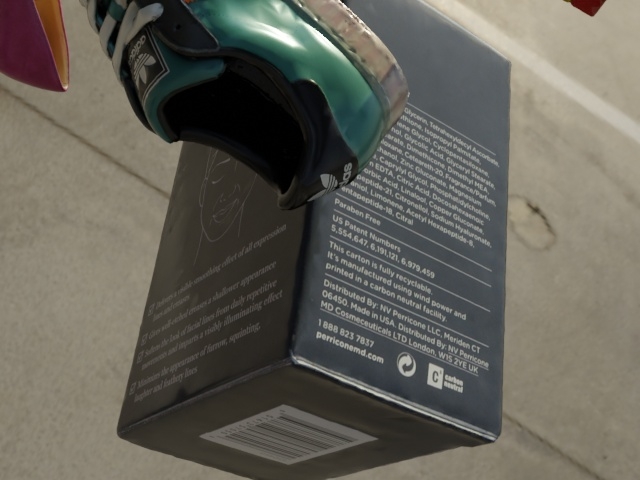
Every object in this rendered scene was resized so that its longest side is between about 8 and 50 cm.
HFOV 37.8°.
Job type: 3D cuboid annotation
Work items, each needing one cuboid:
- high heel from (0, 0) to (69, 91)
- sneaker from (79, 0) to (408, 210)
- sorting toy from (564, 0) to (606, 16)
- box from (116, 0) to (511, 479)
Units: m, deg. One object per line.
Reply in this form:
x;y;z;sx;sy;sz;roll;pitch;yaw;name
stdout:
-0.205;-0.230;0.689;0.117;0.244;0.082;30;26;0;high heel
-0.090;-0.139;0.564;0.302;0.108;0.121;38;52;-1;sneaker
0.170;-0.236;0.489;0.089;0.257;0.255;31;20;3;sorting toy
0.000;0.000;0.881;0.212;0.293;0.396;25;57;-28;box
